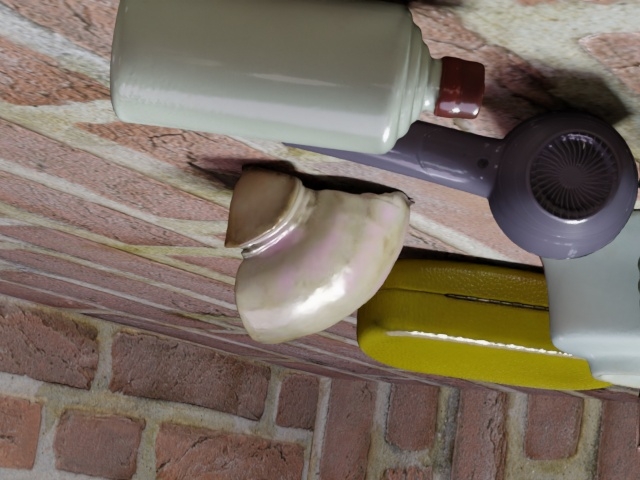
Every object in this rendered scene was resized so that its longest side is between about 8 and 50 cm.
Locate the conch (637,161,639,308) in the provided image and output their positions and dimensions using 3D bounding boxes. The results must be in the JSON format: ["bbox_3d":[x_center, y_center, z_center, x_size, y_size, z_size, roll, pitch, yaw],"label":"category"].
[{"bbox_3d":[0.387,0.068,1.260,0.319,0.215,0.303,21,-145,0],"label":"conch"}]

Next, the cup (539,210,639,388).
[{"bbox_3d":[0.396,0.082,1.661,0.347,0.163,0.347,6,170,1],"label":"cup"}]

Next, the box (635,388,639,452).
[{"bbox_3d":[0.541,0.189,2.028,0.215,0.215,0.086,6,159,13],"label":"box"}]

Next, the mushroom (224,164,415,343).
[{"bbox_3d":[0.007,0.026,1.605,0.162,0.173,0.236,0,168,25],"label":"mushroom"}]

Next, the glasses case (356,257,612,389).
[{"bbox_3d":[0.230,0.105,1.983,0.371,0.141,0.173,9,156,-7],"label":"glasses case"}]

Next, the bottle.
[{"bbox_3d":[-0.012,-0.115,0.997,0.245,0.104,0.104,8,170,1],"label":"bottle"}]

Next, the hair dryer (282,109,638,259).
[{"bbox_3d":[0.081,-0.077,1.254,0.361,0.121,0.301,16,179,4],"label":"hair dryer"}]
